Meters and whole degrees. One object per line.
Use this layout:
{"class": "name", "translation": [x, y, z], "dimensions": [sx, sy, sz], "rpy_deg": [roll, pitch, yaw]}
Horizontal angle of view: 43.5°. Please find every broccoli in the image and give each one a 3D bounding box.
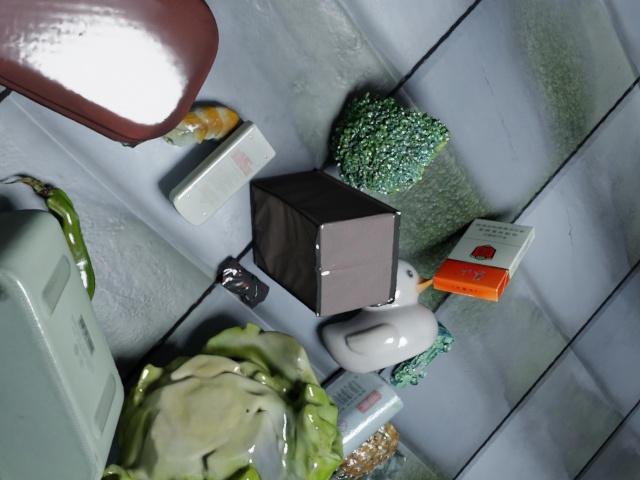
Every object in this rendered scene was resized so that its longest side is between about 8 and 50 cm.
{"class": "broccoli", "translation": [0.134, -0.179, 1.472], "dimensions": [0.194, 0.220, 0.194], "rpy_deg": [-7, 90, -66]}

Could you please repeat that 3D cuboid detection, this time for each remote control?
{"class": "remote control", "translation": [-0.162, -0.108, 1.323], "dimensions": [0.190, 0.029, 0.087], "rpy_deg": [-45, 139, -6]}

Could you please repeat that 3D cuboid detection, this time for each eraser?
{"class": "eraser", "translation": [0.036, 0.358, 1.640], "dimensions": [0.227, 0.174, 0.081], "rpy_deg": [-38, 122, -13]}

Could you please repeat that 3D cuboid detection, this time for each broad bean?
{"class": "broad bean", "translation": [-0.406, 0.042, 1.260], "dimensions": [0.098, 0.056, 0.317], "rpy_deg": [-10, 115, 2]}

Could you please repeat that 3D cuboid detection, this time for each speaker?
{"class": "speaker", "translation": [-0.426, 0.161, 1.178], "dimensions": [0.183, 0.184, 0.406], "rpy_deg": [-8, 120, 8]}

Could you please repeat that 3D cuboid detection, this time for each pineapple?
{"class": "pineapple", "translation": [0.023, 0.476, 1.705], "dimensions": [0.310, 0.170, 0.141], "rpy_deg": [-39, 98, -8]}

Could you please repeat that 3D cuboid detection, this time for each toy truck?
{"class": "toy truck", "translation": [0.216, 0.252, 1.791], "dimensions": [0.067, 0.081, 0.175], "rpy_deg": [18, 120, -38]}

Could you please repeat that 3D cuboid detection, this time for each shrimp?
{"class": "shrimp", "translation": [-0.192, -0.144, 1.327], "dimensions": [0.161, 0.049, 0.166], "rpy_deg": [-15, 128, -30]}

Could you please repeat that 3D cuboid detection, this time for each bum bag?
{"class": "bum bag", "translation": [-0.140, 0.081, 1.473], "dimensions": [0.124, 0.034, 0.057], "rpy_deg": [40, 73, -41]}

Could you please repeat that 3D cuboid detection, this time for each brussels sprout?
{"class": "brussels sprout", "translation": [-0.172, 0.388, 1.416], "dimensions": [0.425, 0.342, 0.361], "rpy_deg": [-27, 147, -17]}

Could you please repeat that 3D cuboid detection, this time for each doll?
{"class": "doll", "translation": [0.116, 0.144, 1.604], "dimensions": [0.251, 0.221, 0.221], "rpy_deg": [-24, 129, 10]}

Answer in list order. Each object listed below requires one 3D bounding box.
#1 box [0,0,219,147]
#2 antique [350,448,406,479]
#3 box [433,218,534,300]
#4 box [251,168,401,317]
{"class": "box", "translation": [-0.331, -0.302, 1.105], "dimensions": [0.404, 0.108, 0.263], "rpy_deg": [27, 95, -40]}
{"class": "antique", "translation": [0.102, 0.544, 1.831], "dimensions": [0.088, 0.086, 0.183], "rpy_deg": [25, 96, -39]}
{"class": "box", "translation": [0.341, 0.034, 1.656], "dimensions": [0.245, 0.139, 0.035], "rpy_deg": [-44, 136, -45]}
{"class": "box", "translation": [0.000, 0.000, 1.388], "dimensions": [0.153, 0.252, 0.188], "rpy_deg": [-14, 120, -28]}
